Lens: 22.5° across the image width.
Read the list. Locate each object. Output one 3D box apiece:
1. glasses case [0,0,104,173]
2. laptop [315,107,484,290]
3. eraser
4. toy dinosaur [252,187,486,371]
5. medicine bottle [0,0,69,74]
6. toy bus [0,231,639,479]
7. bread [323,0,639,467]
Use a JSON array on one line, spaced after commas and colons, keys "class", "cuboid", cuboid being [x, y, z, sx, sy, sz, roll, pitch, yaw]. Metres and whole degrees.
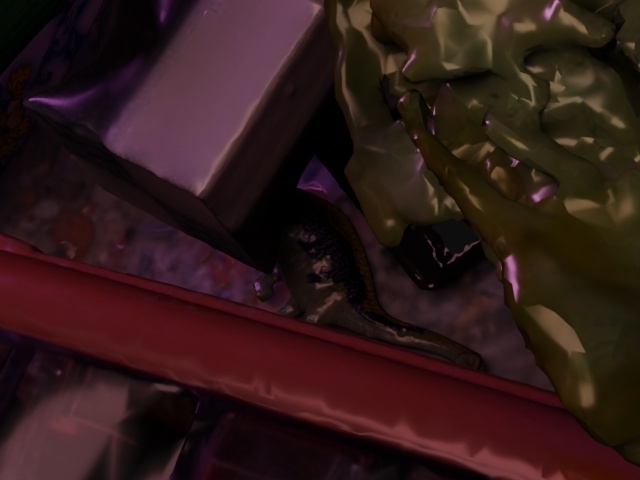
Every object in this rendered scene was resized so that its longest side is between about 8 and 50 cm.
[{"class": "glasses case", "cuboid": [-0.150, -0.106, 0.726, 0.087, 0.065, 0.248, 30, 90, 29]}, {"class": "laptop", "cuboid": [0.040, -0.089, 0.679, 0.135, 0.016, 0.197, -38, 66, -1]}, {"class": "eraser", "cuboid": [0.041, -0.184, 0.649, 0.098, 0.096, 0.404, 27, 77, 25]}, {"class": "toy dinosaur", "cuboid": [-0.011, 0.010, 0.664, 0.058, 0.037, 0.180, -37, 71, -18]}, {"class": "medicine bottle", "cuboid": [-0.201, -0.038, 0.653, 0.309, 0.076, 0.111, -40, 67, 26]}, {"class": "toy bus", "cuboid": [-0.028, 0.133, 0.541, 0.427, 0.203, 0.233, 15, 77, 22]}, {"class": "bread", "cuboid": [0.145, -0.056, 0.452, 0.208, 0.376, 0.251, -25, 83, 20]}]
